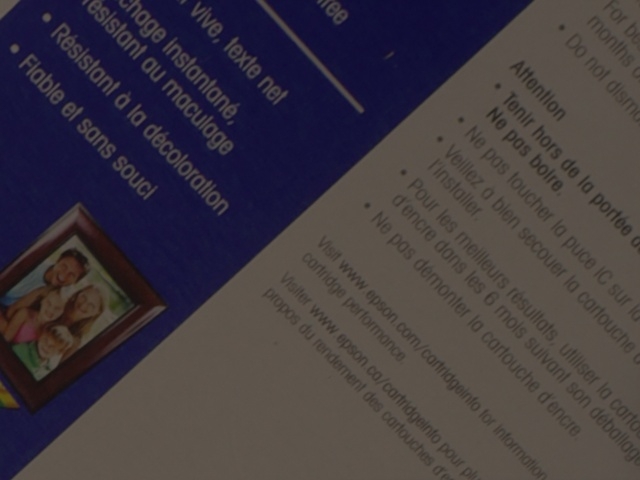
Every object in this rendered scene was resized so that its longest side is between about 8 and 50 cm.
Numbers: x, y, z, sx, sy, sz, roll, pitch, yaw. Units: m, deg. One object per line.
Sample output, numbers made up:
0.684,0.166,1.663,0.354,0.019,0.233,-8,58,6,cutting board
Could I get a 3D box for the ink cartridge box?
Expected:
0.000,0.000,0.343,0.333,0.065,0.165,-41,-85,8,ink cartridge box
